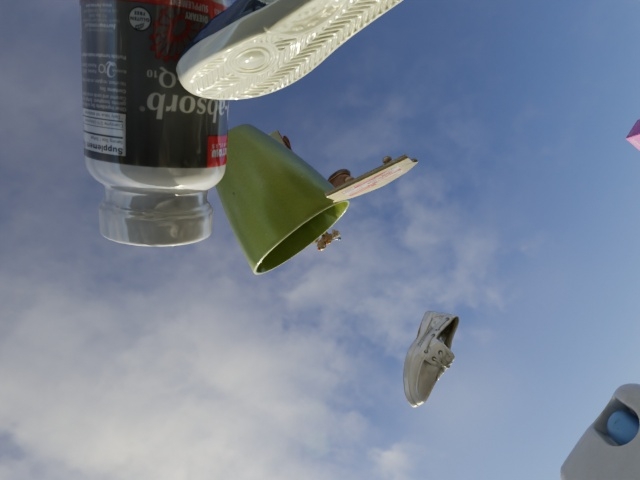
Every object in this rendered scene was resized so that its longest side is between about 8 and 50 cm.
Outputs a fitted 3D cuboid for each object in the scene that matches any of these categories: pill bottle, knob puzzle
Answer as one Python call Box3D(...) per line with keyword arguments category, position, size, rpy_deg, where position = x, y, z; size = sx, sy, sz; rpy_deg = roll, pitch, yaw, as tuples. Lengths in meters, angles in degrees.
Box3D(category="pill bottle", position=(-0.244, -0.189, 0.744), size=(0.210, 0.210, 0.363), rpy_deg=(-9, -69, -42))
Box3D(category="knob puzzle", position=(0.106, -0.131, 1.010), size=(0.213, 0.213, 0.030), rpy_deg=(-19, -97, -39))

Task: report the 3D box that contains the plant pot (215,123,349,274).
Box3D(category="plant pot", position=(-0.129, -0.118, 1.160), size=(0.274, 0.275, 0.293), rpy_deg=(-32, -101, -34))

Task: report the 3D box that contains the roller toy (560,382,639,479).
Box3D(category="roller toy", position=(0.345, 0.233, 0.450), size=(0.191, 0.209, 0.146), rpy_deg=(29, -85, -30))

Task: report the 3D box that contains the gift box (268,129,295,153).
Box3D(category="gift box", position=(-0.193, -0.220, 1.702), size=(0.258, 0.276, 0.255), rpy_deg=(-28, -83, -9))

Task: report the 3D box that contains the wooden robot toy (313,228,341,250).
Box3D(category="wooden robot toy", position=(0.000, 0.000, 1.833), size=(0.076, 0.173, 0.079), rpy_deg=(46, -119, -27))

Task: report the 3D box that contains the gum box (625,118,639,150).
Box3D(category="gum box", position=(0.822, -0.213, 1.128), size=(0.188, 0.107, 0.062), rpy_deg=(37, -98, -5))

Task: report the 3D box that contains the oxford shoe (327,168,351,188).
Box3D(category="oxford shoe", position=(0.022, -0.149, 1.630), size=(0.076, 0.212, 0.076), rpy_deg=(19, -131, -34))

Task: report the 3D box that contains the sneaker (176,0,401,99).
Box3D(category="sneaker", position=(-0.028, -0.295, 0.555), size=(0.131, 0.350, 0.148), rpy_deg=(10, -122, -66))

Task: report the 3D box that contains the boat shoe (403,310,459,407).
Box3D(category="boat shoe", position=(0.283, 0.283, 1.220), size=(0.098, 0.096, 0.277), rpy_deg=(56, -136, -30))
